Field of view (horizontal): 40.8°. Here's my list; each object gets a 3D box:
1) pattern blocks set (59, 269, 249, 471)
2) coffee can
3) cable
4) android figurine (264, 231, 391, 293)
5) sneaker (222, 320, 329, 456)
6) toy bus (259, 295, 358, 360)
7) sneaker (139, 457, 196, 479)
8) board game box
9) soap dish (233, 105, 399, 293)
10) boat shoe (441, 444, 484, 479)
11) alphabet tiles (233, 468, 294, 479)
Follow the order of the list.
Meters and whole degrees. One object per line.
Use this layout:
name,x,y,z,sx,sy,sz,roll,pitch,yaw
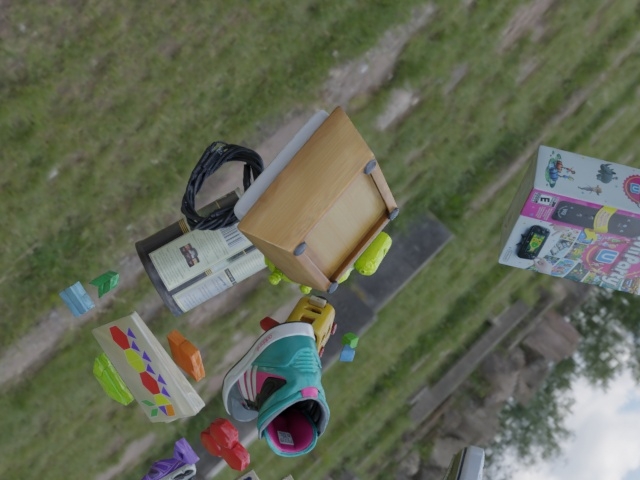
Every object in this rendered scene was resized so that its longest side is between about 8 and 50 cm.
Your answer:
pattern blocks set,-0.246,0.187,1.235,0.285,0.325,0.026,-10,-158,46
coffee can,-0.264,0.028,2.016,0.275,0.201,0.201,-29,169,-5
cable,-0.181,-0.091,1.593,0.184,0.150,0.047,-59,158,-7
android figurine,0.000,0.000,1.601,0.273,0.248,0.056,-56,152,-44
sneaker,-0.074,0.280,1.423,0.124,0.178,0.295,3,144,-25
toy bus,-0.018,0.175,1.904,0.191,0.202,0.104,-6,125,-30
sneaker,-0.342,0.495,1.774,0.170,0.071,0.068,-23,135,-23
board game box,0.478,-0.023,1.451,0.224,0.303,0.097,99,5,-56
soap dish,0.006,-0.047,1.330,0.229,0.118,0.291,-50,158,-5
boat shoe,0.175,0.433,1.288,0.109,0.094,0.302,84,25,-46
alphabet tiles,-0.129,0.631,1.737,0.285,0.342,0.011,-32,-159,-7
